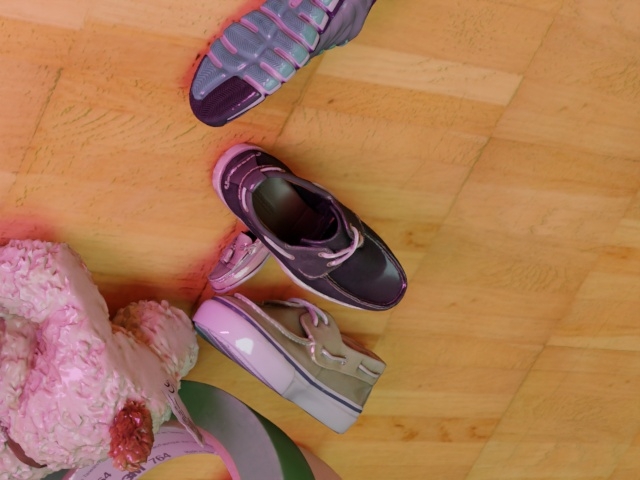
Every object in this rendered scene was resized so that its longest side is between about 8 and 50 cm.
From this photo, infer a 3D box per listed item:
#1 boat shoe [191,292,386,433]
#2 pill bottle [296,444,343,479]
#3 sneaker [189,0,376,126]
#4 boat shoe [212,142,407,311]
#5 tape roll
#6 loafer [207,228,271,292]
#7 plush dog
[{"bbox_3d":[-0.029,0.102,1.903,0.094,0.109,0.302,-55,150,-3],"label":"boat shoe"},{"bbox_3d":[-0.066,0.322,2.046,0.208,0.119,0.119,-50,138,12],"label":"pill bottle"},{"bbox_3d":[-0.013,-0.172,1.674,0.224,0.083,0.098,-46,144,6],"label":"sneaker"},{"bbox_3d":[0.000,0.000,1.787,0.233,0.079,0.084,40,82,-31],"label":"boat shoe"},{"bbox_3d":[-0.151,0.291,1.799,0.321,0.321,0.077,-43,139,4],"label":"tape roll"},{"bbox_3d":[-0.061,-0.003,1.823,0.125,0.045,0.039,-40,123,-10],"label":"loafer"},{"bbox_3d":[-0.250,0.150,1.725,0.225,0.211,0.262,-28,144,24],"label":"plush dog"}]
